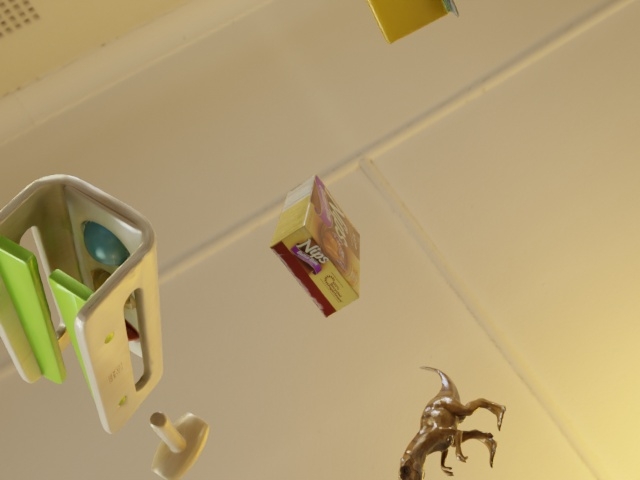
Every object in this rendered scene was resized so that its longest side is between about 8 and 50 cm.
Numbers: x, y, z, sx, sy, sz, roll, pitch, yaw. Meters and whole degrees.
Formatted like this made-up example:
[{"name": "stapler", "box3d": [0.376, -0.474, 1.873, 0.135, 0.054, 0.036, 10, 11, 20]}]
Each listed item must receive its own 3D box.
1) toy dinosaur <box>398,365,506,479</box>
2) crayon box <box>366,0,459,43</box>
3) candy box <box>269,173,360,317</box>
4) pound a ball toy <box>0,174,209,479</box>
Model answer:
[{"name": "toy dinosaur", "box3d": [0.142, 0.187, 0.703, 0.112, 0.064, 0.211, 13, -154, 18]}, {"name": "crayon box", "box3d": [0.068, -0.364, 0.780, 0.083, 0.323, 0.203, -25, -68, 12]}, {"name": "candy box", "box3d": [0.000, 0.000, 0.790, 0.053, 0.187, 0.109, -32, -73, 17]}, {"name": "pound a ball toy", "box3d": [-0.195, 0.100, 0.654, 0.208, 0.319, 0.136, 28, -125, 9]}]
